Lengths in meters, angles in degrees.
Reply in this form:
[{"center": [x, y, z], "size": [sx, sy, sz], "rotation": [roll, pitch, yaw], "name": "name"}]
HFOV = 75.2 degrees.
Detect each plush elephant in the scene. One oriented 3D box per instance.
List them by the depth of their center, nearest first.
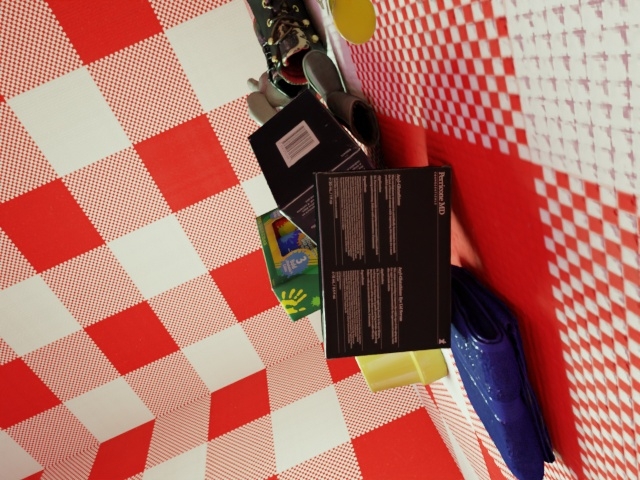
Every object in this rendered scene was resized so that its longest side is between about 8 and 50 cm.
[{"center": [-0.133, -0.446, 1.347], "size": [0.330, 0.272, 0.255], "rotation": [18, 155, 49], "name": "plush elephant"}]

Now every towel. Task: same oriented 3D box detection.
[{"center": [0.271, 0.199, 0.665], "size": [0.228, 0.076, 0.308], "rotation": [-103, -10, -66], "name": "towel"}]

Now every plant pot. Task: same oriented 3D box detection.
[{"center": [0.235, 0.357, 1.318], "size": [0.254, 0.239, 0.254], "rotation": [155, 90, -88], "name": "plant pot"}]

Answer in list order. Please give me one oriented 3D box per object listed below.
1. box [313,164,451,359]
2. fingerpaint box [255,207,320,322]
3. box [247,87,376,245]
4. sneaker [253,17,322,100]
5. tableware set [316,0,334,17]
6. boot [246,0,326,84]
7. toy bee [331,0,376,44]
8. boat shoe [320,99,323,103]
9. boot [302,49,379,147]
[{"center": [0.088, 0.026, 0.610], "size": [0.103, 0.184, 0.261], "rotation": [-106, 13, -80], "name": "box"}, {"center": [0.000, 0.000, 1.389], "size": [0.445, 0.371, 0.163], "rotation": [-114, -1, -56], "name": "fingerpaint box"}, {"center": [0.029, -0.112, 0.880], "size": [0.294, 0.182, 0.296], "rotation": [46, -168, -43], "name": "box"}, {"center": [-0.100, -0.483, 1.114], "size": [0.276, 0.097, 0.135], "rotation": [56, -140, -10], "name": "sneaker"}, {"center": [0.014, -0.426, 0.683], "size": [0.104, 0.024, 0.154], "rotation": [72, 176, -50], "name": "tableware set"}, {"center": [-0.102, -0.529, 0.899], "size": [0.377, 0.138, 0.284], "rotation": [26, -139, -86], "name": "boot"}, {"center": [0.001, -0.298, 0.372], "size": [0.298, 0.162, 0.195], "rotation": [81, 167, -86], "name": "toy bee"}, {"center": [-0.059, -0.498, 1.220], "size": [0.233, 0.079, 0.084], "rotation": [64, 180, -14], "name": "boat shoe"}, {"center": [0.039, -0.296, 0.857], "size": [0.190, 0.076, 0.208], "rotation": [50, -167, -28], "name": "boot"}]
